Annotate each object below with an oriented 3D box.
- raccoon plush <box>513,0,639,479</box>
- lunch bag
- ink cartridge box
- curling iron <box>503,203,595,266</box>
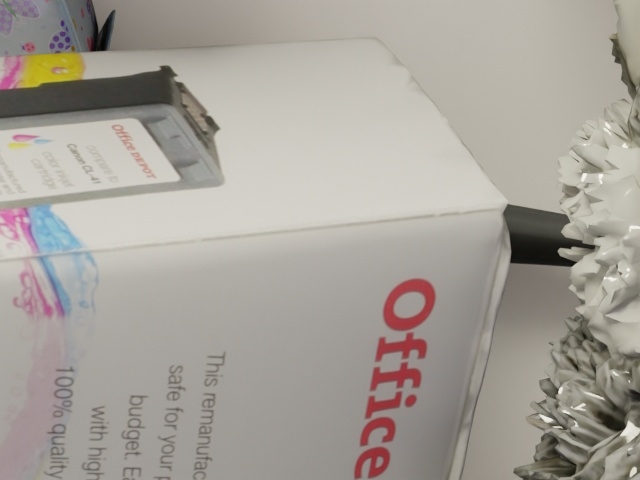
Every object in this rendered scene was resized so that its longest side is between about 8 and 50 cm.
[{"bbox_3d":[0.132,0.070,0.714,0.216,0.446,0.299,13,75,-9],"label":"raccoon plush"},{"bbox_3d":[-0.103,-0.074,0.702,0.053,0.071,0.083,-15,114,4],"label":"lunch bag"},{"bbox_3d":[-0.113,0.059,0.655,0.306,0.131,0.226,-6,128,-22],"label":"ink cartridge box"},{"bbox_3d":[0.000,0.000,0.771,0.274,0.035,0.068,-1,116,-10],"label":"curling iron"}]
